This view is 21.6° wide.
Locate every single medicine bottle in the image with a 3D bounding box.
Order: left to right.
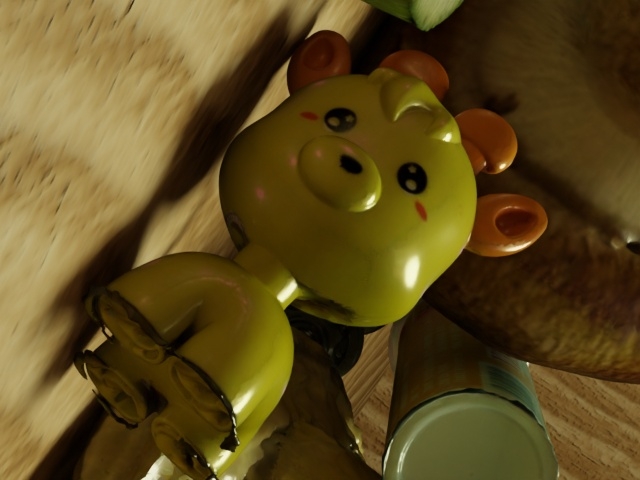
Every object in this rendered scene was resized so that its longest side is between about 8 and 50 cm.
[{"bbox_3d":[0.088,0.098,1.060,0.108,0.108,0.426,-58,179,7],"label":"medicine bottle"}]

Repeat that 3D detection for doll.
[{"bbox_3d":[0.000,0.000,0.739,0.221,0.143,0.135,-46,167,-25],"label":"doll"}]

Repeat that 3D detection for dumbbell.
[{"bbox_3d":[0.007,0.049,1.203,0.082,0.081,0.254,-59,174,21],"label":"dumbbell"}]

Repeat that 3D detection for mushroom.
[{"bbox_3d":[0.173,-0.085,0.951,0.345,0.345,0.260,-53,176,-28],"label":"mushroom"}]

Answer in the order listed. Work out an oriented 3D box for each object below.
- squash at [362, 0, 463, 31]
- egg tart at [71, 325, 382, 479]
[{"bbox_3d":[0.081,-0.204,0.777,0.219,0.041,0.219,-57,169,-17],"label":"squash"},{"bbox_3d":[-0.046,0.218,0.937,0.352,0.150,0.352,-39,138,-47],"label":"egg tart"}]
